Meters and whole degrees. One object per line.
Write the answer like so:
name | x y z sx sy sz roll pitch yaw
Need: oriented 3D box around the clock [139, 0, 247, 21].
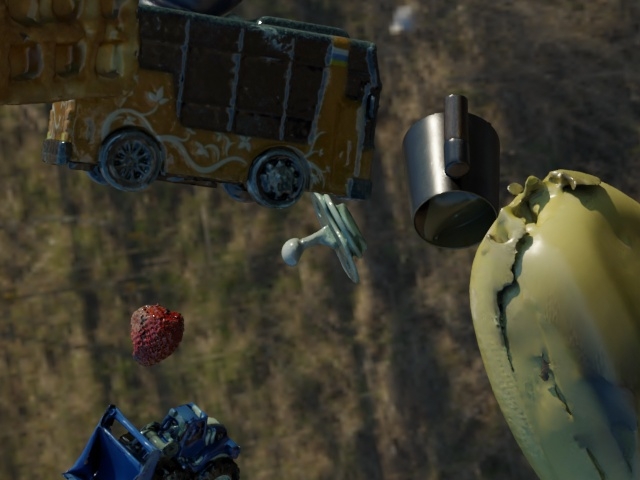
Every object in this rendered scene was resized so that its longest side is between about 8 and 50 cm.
clock | -0.170 -0.311 1.744 0.200 0.146 0.243 29 107 23

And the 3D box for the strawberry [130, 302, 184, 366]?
strawberry | -0.244 0.140 2.013 0.096 0.083 0.083 -65 15 -22

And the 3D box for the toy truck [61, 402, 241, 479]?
toy truck | -0.205 0.273 1.721 0.113 0.208 0.126 35 122 39

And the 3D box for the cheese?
cheese | 0.231 0.086 1.089 0.128 0.259 0.316 -18 117 38

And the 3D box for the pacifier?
pacifier | 0.000 0.000 1.940 0.127 0.117 0.150 98 148 -73

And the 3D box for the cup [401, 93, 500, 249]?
cup | 0.201 -0.117 2.242 0.239 0.166 0.177 54 -152 -41

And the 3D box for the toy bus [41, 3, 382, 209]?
toy bus | -0.108 -0.137 1.406 0.162 0.324 0.194 -167 83 -72

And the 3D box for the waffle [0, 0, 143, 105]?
waffle | -0.231 -0.260 1.045 0.091 0.213 0.308 14 107 35
